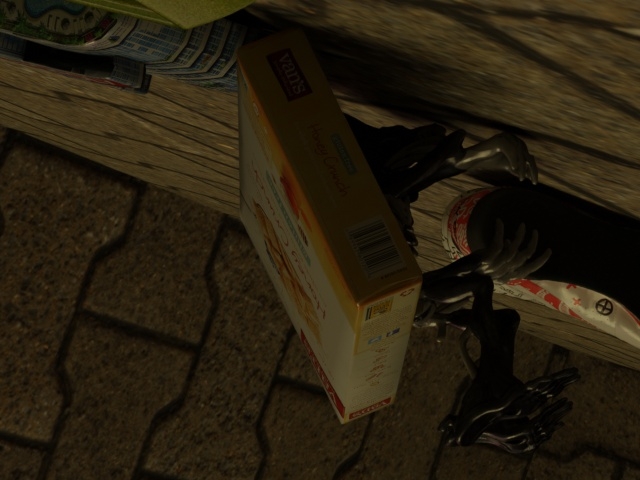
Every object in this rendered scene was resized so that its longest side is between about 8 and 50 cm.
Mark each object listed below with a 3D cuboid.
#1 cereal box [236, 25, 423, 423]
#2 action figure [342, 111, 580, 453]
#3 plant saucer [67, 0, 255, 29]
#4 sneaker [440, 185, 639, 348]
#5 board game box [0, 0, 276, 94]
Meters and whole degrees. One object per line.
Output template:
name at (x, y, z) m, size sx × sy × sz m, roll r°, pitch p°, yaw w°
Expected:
cereal box at (0.000, 0.000, 1.078) m, size 0.047 × 0.173 × 0.240 m, roll -22°, pitch 160°, yaw -11°
action figure at (0.086, 0.003, 1.163) m, size 0.275 × 0.141 × 0.164 m, roll 64°, pitch -178°, yaw 26°
plant saucer at (-0.140, -0.153, 0.836) m, size 0.188 × 0.045 × 0.188 m, roll 17°, pitch 177°, yaw 32°
sneaker at (0.224, 0.028, 1.406) m, size 0.270 × 0.090 × 0.145 m, roll 23°, pitch 177°, yaw -13°
board game box at (-0.158, -0.129, 1.025) m, size 0.194 × 0.060 × 0.194 m, roll 17°, pitch -176°, yaw 35°
